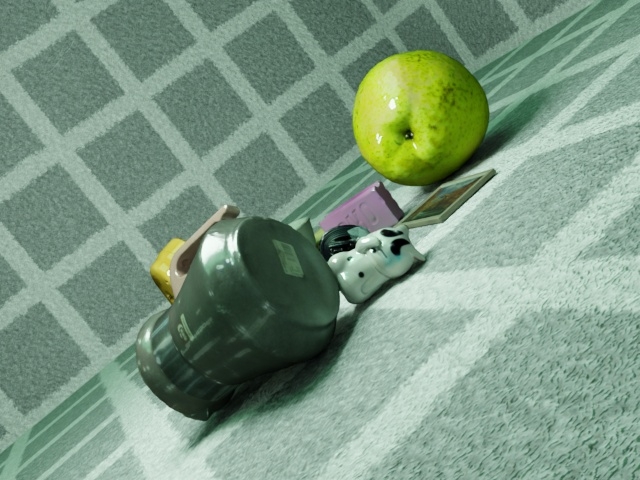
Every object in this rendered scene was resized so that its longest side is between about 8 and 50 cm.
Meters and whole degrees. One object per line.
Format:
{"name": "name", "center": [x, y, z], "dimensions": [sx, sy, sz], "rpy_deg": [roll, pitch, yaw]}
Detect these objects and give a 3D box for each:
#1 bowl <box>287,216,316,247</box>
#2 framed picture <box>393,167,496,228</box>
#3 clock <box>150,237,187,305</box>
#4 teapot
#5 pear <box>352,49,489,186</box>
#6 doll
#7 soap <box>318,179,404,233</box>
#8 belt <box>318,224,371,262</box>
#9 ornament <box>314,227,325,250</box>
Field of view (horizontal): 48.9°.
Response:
{"name": "bowl", "center": [-0.121, 0.064, 2.040], "dimensions": [0.289, 0.146, 0.289], "rpy_deg": [-31, 8, 5]}
{"name": "framed picture", "center": [0.285, -0.091, 1.646], "dimensions": [0.184, 0.016, 0.250], "rpy_deg": [-41, 9, -15]}
{"name": "clock", "center": [-0.363, 0.144, 2.096], "dimensions": [0.200, 0.317, 0.244], "rpy_deg": [-49, 13, -25]}
{"name": "teapot", "center": [-0.180, 0.124, 1.357], "dimensions": [0.305, 0.376, 0.361], "rpy_deg": [17, -49, -45]}
{"name": "pear", "center": [0.261, -0.320, 1.861], "dimensions": [0.391, 0.391, 0.391], "rpy_deg": [-37, 8, 6]}
{"name": "doll", "center": [0.101, 0.045, 1.371], "dimensions": [0.180, 0.110, 0.107], "rpy_deg": [-37, -32, 15]}
{"name": "soap", "center": [0.108, -0.055, 1.840], "dimensions": [0.203, 0.122, 0.065], "rpy_deg": [-34, 9, 34]}
{"name": "belt", "center": [0.062, 0.013, 1.691], "dimensions": [0.139, 0.105, 0.058], "rpy_deg": [-13, 3, -3]}
{"name": "ornament", "center": [0.000, 0.000, 2.231], "dimensions": [0.201, 0.059, 0.180], "rpy_deg": [-39, 11, -18]}
